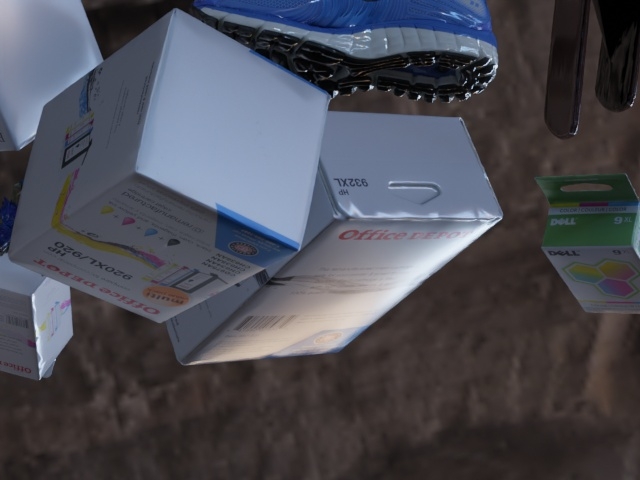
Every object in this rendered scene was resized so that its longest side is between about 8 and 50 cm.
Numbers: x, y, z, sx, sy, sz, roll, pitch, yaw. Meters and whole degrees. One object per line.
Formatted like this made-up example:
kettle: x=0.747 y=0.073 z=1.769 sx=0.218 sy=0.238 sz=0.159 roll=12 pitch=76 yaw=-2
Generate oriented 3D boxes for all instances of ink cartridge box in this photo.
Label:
ink cartridge box: x=0.000 y=0.000 z=1.794 sx=0.307 sy=0.223 sz=0.129 roll=-42 pitch=-121 yaw=43
ink cartridge box: x=0.318 y=0.007 z=1.950 sx=0.209 sy=0.109 sz=0.062 roll=50 pitch=48 yaw=-48
ink cartridge box: x=-0.342 y=0.082 z=1.973 sx=0.090 sy=0.092 sz=0.143 roll=-58 pitch=157 yaw=-49
ink cartridge box: x=-0.137 y=-0.057 z=1.537 sx=0.233 sy=0.171 sz=0.168 roll=-28 pitch=-135 yaw=49

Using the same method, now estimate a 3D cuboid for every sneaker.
sneaker: x=0.024 y=-0.236 z=1.870 sx=0.130 sy=0.330 sz=0.147 roll=97 pitch=-4 yaw=-61

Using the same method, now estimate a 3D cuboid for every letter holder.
letter holder: x=0.389 y=-0.233 z=2.285 sx=0.302 sy=0.152 sz=0.214 roll=-83 pitch=180 yaw=-83

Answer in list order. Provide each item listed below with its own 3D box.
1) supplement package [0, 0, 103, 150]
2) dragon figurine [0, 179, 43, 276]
supplement package: x=-0.378 y=-0.255 z=1.802 sx=0.175 sy=0.177 sz=0.293 roll=-49 pitch=129 yaw=-46
dragon figurine: x=-0.257 y=-0.063 z=1.750 sx=0.144 sy=0.085 sz=0.289 roll=-53 pitch=-169 yaw=45
